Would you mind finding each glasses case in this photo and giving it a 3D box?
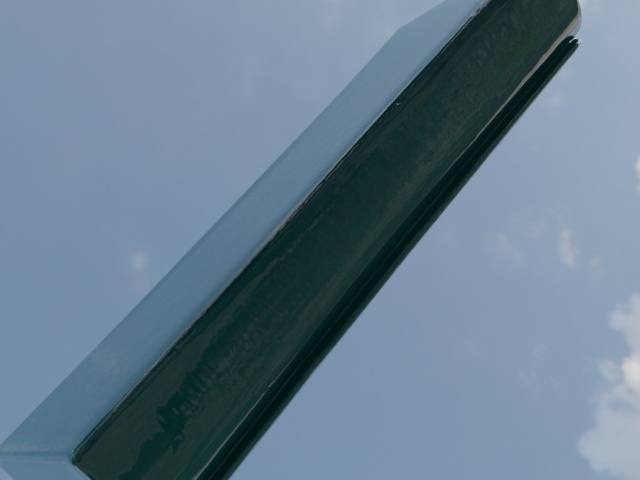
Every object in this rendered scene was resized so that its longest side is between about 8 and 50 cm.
[{"bbox_3d":[0.001,0.000,0.471,0.070,0.117,0.301,49,-117,-12],"label":"glasses case"}]
